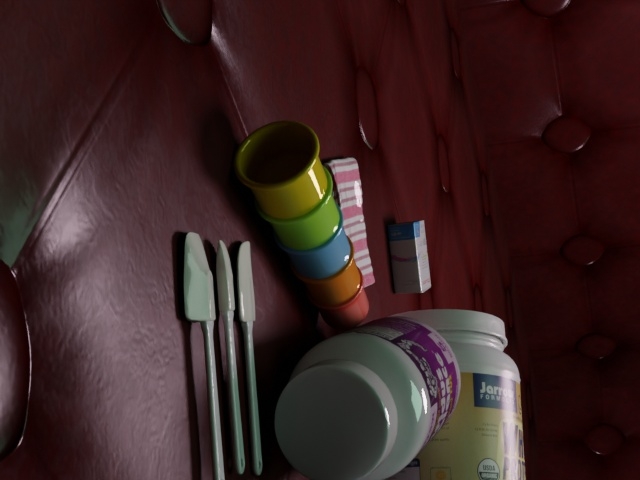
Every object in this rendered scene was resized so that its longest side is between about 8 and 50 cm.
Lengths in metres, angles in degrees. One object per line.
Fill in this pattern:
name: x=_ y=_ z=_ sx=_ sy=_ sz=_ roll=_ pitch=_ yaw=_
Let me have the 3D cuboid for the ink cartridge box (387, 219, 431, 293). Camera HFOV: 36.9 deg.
ink cartridge box: x=0.157 y=0.029 z=1.683 sx=0.088 sy=0.052 sz=0.123 roll=-12 pitch=94 yaw=-72

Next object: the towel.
towel: x=0.044 y=-0.021 z=1.380 sx=0.144 sy=0.029 sz=0.197 roll=-29 pitch=112 yaw=-72

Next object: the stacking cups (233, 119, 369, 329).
stacking cups: x=0.000 y=0.000 z=1.115 sx=0.316 sy=0.096 sz=0.096 roll=63 pitch=27 yaw=-49

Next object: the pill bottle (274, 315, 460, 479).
pill bottle: x=0.058 y=0.185 z=1.117 sx=0.301 sy=0.169 sz=0.169 roll=-7 pitch=91 yaw=-71

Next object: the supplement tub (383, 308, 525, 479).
supplement tub: x=0.172 y=0.273 z=1.358 sx=0.228 sy=0.228 sz=0.316 roll=45 pitch=42 yaw=-64

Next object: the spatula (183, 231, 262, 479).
spatula: x=-0.091 y=0.116 z=0.929 sx=0.168 sy=0.019 sz=0.242 roll=17 pitch=69 yaw=-77
